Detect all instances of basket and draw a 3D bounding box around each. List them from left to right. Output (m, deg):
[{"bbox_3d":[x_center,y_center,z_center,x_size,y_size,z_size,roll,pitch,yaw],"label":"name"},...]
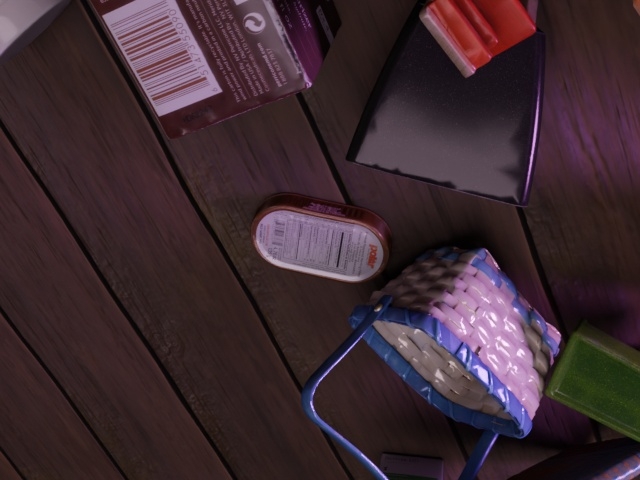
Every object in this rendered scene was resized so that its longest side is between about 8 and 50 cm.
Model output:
[{"bbox_3d":[0.142,0.170,0.986,0.255,0.289,0.201,49,154,-18],"label":"basket"}]

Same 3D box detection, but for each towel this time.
[{"bbox_3d":[0.252,0.333,1.008,0.040,0.370,0.271,67,159,12],"label":"towel"}]

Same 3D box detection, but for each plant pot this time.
[{"bbox_3d":[0.144,-0.159,0.849,0.187,0.188,0.167,14,112,3],"label":"plant pot"}]

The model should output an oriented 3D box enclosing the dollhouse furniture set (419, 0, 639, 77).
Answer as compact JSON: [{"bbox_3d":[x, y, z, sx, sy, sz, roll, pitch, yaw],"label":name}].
[{"bbox_3d":[0.213,-0.244,0.633,0.259,0.135,0.262,-27,115,38],"label":"dollhouse furniture set"}]

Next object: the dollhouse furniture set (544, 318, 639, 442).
[{"bbox_3d":[0.412,0.061,0.936,0.151,0.197,0.301,29,121,24],"label":"dollhouse furniture set"}]

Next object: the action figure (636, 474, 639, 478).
[{"bbox_3d":[0.552,0.312,1.074,0.276,0.141,0.164,-12,120,15],"label":"action figure"}]

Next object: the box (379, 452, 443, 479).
[{"bbox_3d":[0.139,0.400,1.248,0.101,0.087,0.102,3,121,10],"label":"box"}]

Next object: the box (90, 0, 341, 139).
[{"bbox_3d":[-0.097,-0.238,0.829,0.167,0.203,0.168,-17,117,21],"label":"box"}]

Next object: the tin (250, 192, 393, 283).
[{"bbox_3d":[0.000,0.000,1.059,0.190,0.040,0.106,11,127,5],"label":"tin"}]

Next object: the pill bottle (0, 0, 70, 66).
[{"bbox_3d":[-0.416,-0.330,0.864,0.162,0.162,0.278,-33,110,28],"label":"pill bottle"}]
